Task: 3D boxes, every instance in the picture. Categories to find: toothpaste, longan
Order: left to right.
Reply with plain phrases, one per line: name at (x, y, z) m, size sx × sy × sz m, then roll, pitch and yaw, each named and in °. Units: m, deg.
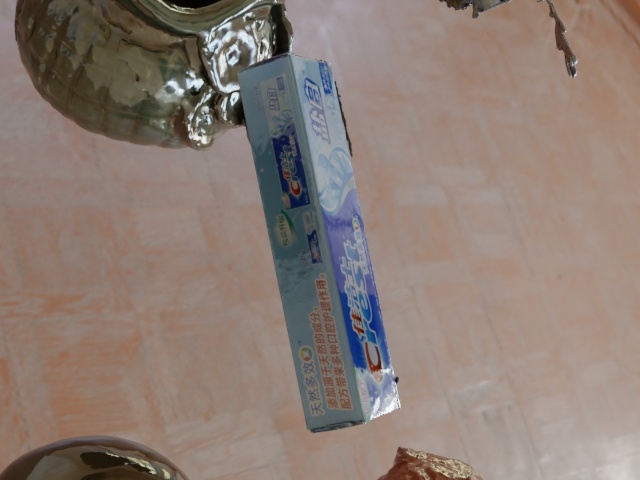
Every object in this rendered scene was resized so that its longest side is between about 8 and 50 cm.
longan at (-0.219, 0.276, 0.955) m, size 0.196 × 0.220 × 0.196 m, roll 46°, pitch 20°, yaw -21°
toothpaste at (0.000, 0.000, 0.767) m, size 0.066 × 0.053 × 0.272 m, roll -3°, pitch 81°, yaw -62°

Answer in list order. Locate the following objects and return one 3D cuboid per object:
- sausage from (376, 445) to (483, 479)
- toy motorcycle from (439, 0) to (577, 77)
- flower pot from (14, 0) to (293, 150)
sausage at (0.116, 0.322, 0.987) m, size 0.148 × 0.148 × 0.254 m, roll -15°, pitch 93°, yaw -49°
toy motorcycle at (0.178, -0.356, 1.152) m, size 0.134 × 0.207 × 0.401 m, roll -24°, pitch 99°, yaw -31°
flower pot at (-0.159, -0.238, 1.092) m, size 0.302 × 0.213 × 0.301 m, roll 14°, pitch 44°, yaw -13°
